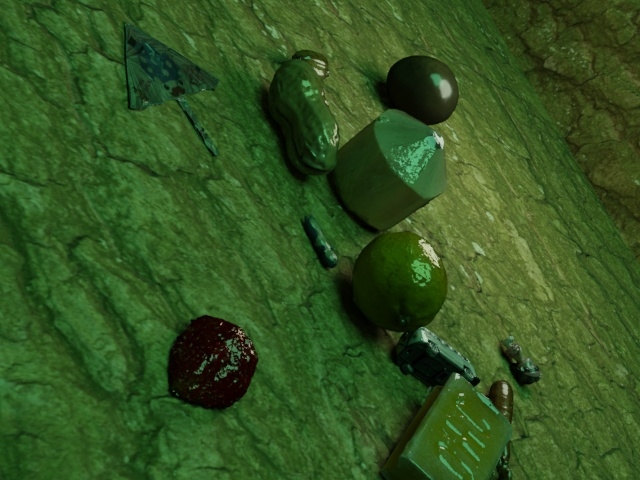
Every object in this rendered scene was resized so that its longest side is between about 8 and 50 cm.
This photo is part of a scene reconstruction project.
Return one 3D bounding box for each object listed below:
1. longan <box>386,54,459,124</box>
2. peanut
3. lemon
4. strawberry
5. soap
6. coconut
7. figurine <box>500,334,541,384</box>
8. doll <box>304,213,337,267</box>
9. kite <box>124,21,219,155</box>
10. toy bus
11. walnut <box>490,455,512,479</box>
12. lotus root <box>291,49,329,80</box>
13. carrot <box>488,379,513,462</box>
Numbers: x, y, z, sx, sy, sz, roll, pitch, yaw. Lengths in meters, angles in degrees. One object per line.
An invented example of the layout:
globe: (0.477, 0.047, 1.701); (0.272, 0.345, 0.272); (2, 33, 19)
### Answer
longan: (0.280, -0.410, 2.636); (0.212, 0.198, 0.198); (42, 31, -20)
peanut: (-0.036, -0.266, 2.081); (0.130, 0.130, 0.290); (13, 48, -50)
lemon: (0.157, 0.083, 1.929); (0.192, 0.192, 0.231); (40, 31, -24)
strawberry: (-0.164, 0.181, 1.486); (0.146, 0.082, 0.187); (50, 33, 5)
soap: (0.237, 0.384, 1.784); (0.173, 0.089, 0.274); (44, 38, 1)
coconut: (0.168, -0.165, 2.147); (0.239, 0.244, 0.239); (33, 36, -28)
figurine: (0.481, 0.291, 2.338); (0.129, 0.054, 0.072); (54, 13, 14)
doll: (0.000, 0.000, 1.952); (0.037, 0.027, 0.125); (-7, 65, -50)
kite: (-0.281, -0.296, 1.867); (0.314, 0.011, 0.335); (55, 29, 1)
toy bus: (0.233, 0.246, 1.985); (0.194, 0.087, 0.089); (36, 27, -29)
walnut: (0.329, 0.432, 1.944); (0.143, 0.069, 0.170); (15, 45, -47)
lotus root: (-0.023, -0.417, 2.320); (0.152, 0.063, 0.072); (16, 84, -53)
carrot: (0.387, 0.395, 2.084); (0.059, 0.059, 0.248); (42, 34, -21)
